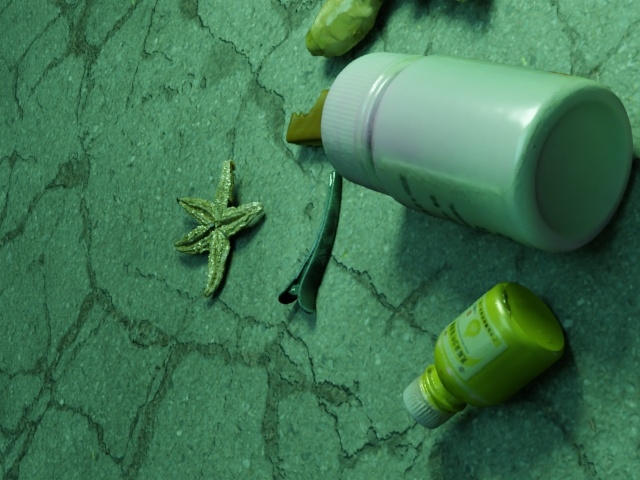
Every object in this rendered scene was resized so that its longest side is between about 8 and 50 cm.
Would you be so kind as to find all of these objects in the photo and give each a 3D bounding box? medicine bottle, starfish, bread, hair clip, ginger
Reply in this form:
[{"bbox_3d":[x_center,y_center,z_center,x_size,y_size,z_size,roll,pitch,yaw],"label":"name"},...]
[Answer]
[{"bbox_3d":[0.199,0.159,1.515,0.212,0.122,0.121,-44,49,29],"label":"medicine bottle"},{"bbox_3d":[-0.183,-0.020,2.045,0.227,0.043,0.240,2,82,50],"label":"starfish"},{"bbox_3d":[0.037,-0.195,1.859,0.226,0.049,0.088,3,80,49],"label":"bread"},{"bbox_3d":[0.000,0.000,1.853,0.070,0.039,0.229,18,86,48],"label":"hair clip"},{"bbox_3d":[0.116,-0.480,1.821,0.348,0.122,0.363,-2,76,42],"label":"ginger"},{"bbox_3d":[0.191,-0.128,1.541,0.388,0.219,0.219,19,92,48],"label":"medicine bottle"}]
